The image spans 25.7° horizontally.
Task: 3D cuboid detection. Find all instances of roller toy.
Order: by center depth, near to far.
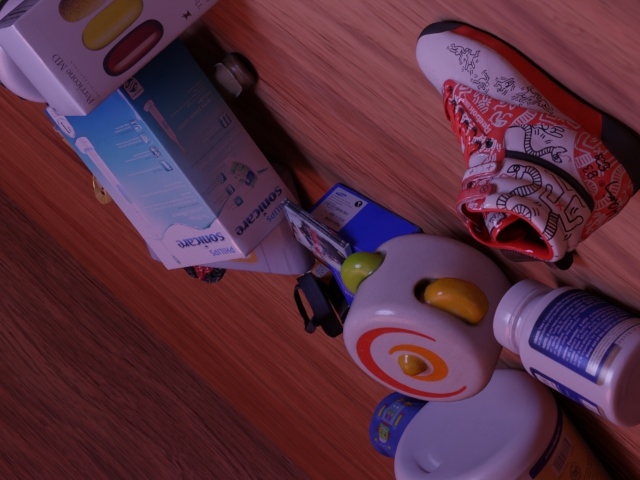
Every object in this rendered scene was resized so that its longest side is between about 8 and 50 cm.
[{"bbox_3d":[0.132,0.100,1.700,0.209,0.146,0.191,-3,139,34],"label":"roller toy"}]

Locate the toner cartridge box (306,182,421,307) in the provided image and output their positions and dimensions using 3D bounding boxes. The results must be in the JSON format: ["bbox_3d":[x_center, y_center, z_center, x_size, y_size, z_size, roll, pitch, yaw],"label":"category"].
[{"bbox_3d":[0.107,0.084,1.953,0.165,0.075,0.348,33,160,41],"label":"toner cartridge box"}]

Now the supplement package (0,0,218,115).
[{"bbox_3d":[-0.246,-0.273,1.658,0.139,0.244,0.134,51,164,-20],"label":"supplement package"}]

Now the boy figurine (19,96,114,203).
[{"bbox_3d":[-0.459,-0.194,2.685,0.177,0.092,0.285,17,144,55],"label":"boy figurine"}]

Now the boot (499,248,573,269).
[{"bbox_3d":[0.213,-0.012,1.528,0.106,0.037,0.114,54,167,-19],"label":"boot"}]

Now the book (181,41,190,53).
[{"bbox_3d":[-0.237,-0.277,2.027,0.096,0.035,0.144,45,162,-2],"label":"book"}]

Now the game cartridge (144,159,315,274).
[{"bbox_3d":[-0.162,-0.047,2.108,0.297,0.062,0.198,4,133,31],"label":"game cartridge"}]

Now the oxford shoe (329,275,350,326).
[{"bbox_3d":[0.070,0.116,2.158,0.096,0.083,0.227,61,177,37],"label":"oxford shoe"}]

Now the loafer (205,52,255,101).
[{"bbox_3d":[-0.129,-0.208,1.877,0.056,0.050,0.148,48,164,-6],"label":"loafer"}]

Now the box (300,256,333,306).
[{"bbox_3d":[0.018,0.077,2.252,0.136,0.028,0.081,39,163,28],"label":"box"}]

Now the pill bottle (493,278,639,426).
[{"bbox_3d":[0.281,0.113,1.516,0.186,0.112,0.112,30,158,44],"label":"pill bottle"}]

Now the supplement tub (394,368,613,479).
[{"bbox_3d":[0.278,0.363,1.904,0.331,0.241,0.241,53,163,-24],"label":"supplement tub"}]

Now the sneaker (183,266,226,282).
[{"bbox_3d":[-0.160,-0.056,2.233,0.104,0.125,0.262,25,136,0],"label":"sneaker"}]

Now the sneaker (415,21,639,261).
[{"bbox_3d":[0.153,-0.089,1.279,0.270,0.145,0.090,38,162,28],"label":"sneaker"}]

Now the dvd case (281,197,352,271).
[{"bbox_3d":[0.000,0.000,1.861,0.119,0.013,0.087,38,162,29],"label":"dvd case"}]

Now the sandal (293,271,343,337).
[{"bbox_3d":[-0.015,0.099,2.149,0.097,0.054,0.254,62,180,15],"label":"sandal"}]

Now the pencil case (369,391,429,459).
[{"bbox_3d":[0.210,0.335,2.240,0.133,0.119,0.306,4,-170,-34],"label":"pencil case"}]

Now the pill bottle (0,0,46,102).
[{"bbox_3d":[-0.498,-0.349,2.214,0.334,0.188,0.188,30,158,45],"label":"pill bottle"}]

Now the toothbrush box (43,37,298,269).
[{"bbox_3d":[-0.204,-0.114,1.915,0.216,0.126,0.295,-11,120,54],"label":"toothbrush box"}]
